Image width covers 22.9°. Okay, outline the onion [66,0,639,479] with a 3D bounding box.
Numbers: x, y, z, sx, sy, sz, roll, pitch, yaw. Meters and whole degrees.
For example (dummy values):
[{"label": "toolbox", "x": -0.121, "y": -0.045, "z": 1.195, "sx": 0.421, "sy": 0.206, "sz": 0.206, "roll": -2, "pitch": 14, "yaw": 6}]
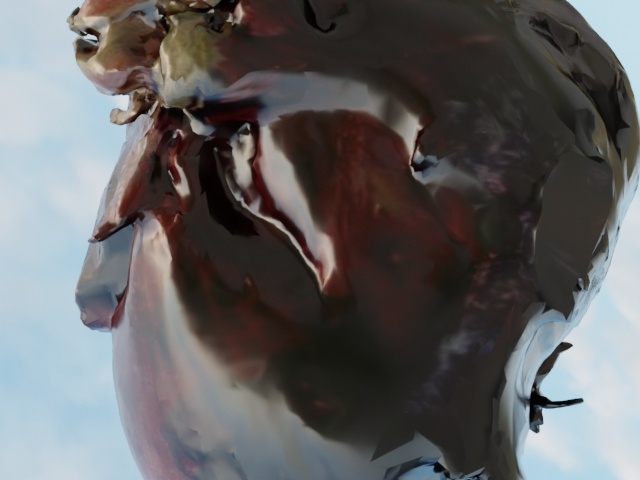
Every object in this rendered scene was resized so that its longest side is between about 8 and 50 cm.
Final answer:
[{"label": "onion", "x": 0.010, "y": 0.009, "z": 0.653, "sx": 0.221, "sy": 0.281, "sz": 0.281, "roll": 12, "pitch": -169, "yaw": 38}]
